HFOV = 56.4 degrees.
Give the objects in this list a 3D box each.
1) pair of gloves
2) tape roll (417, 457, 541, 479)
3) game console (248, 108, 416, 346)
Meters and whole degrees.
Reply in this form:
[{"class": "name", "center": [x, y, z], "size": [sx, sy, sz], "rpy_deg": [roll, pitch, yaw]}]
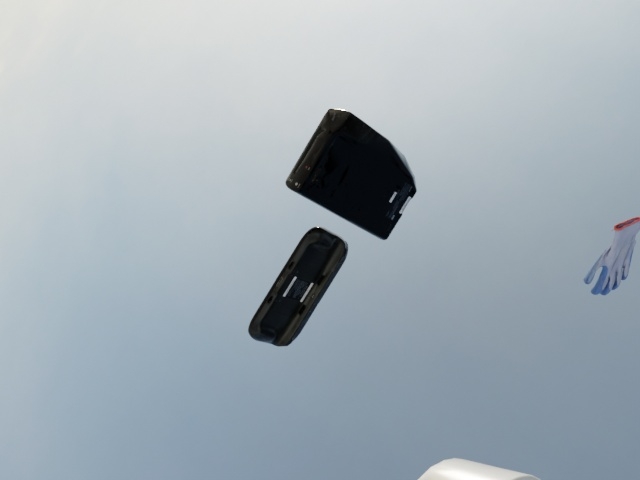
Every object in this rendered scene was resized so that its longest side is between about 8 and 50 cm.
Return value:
[{"class": "pair of gloves", "center": [0.509, 0.017, 0.945], "size": [0.198, 0.159, 0.023], "rpy_deg": [-18, -137, -12]}, {"class": "tape roll", "center": [0.182, 0.406, 0.688], "size": [0.100, 0.286, 0.286], "rpy_deg": [-3, -121, 43]}, {"class": "game console", "center": [0.000, 0.000, 0.897], "size": [0.044, 0.213, 0.361], "rpy_deg": [36, -83, 46]}]
